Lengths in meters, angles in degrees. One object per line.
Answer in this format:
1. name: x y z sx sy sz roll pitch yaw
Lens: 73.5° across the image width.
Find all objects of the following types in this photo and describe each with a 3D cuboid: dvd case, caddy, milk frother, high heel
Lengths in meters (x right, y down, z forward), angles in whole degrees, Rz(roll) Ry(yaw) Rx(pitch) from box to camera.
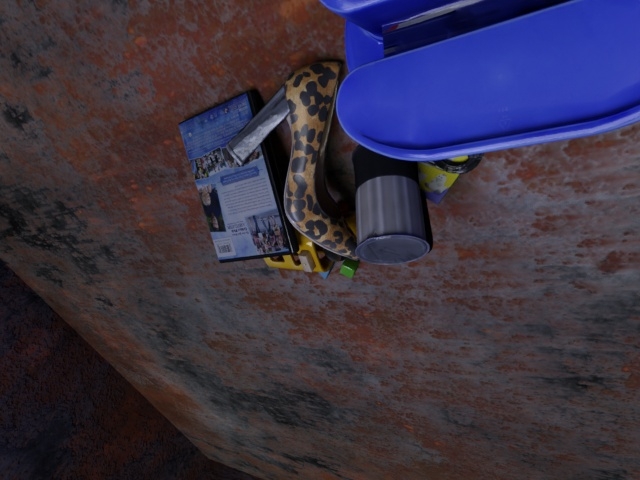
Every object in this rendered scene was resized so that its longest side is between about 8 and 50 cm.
1. dvd case: -0.136 -0.091 0.699 0.180 0.022 0.253 -8 101 37
2. caddy: 0.158 -0.199 0.363 0.341 0.179 0.242 -3 105 32
3. milk frother: 0.115 -0.054 0.498 0.129 0.135 0.143 13 152 -28
4. high heel: 0.022 -0.100 0.592 0.186 0.093 0.261 -39 108 17

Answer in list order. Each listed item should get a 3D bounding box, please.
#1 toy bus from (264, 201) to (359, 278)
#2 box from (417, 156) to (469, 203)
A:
1. toy bus: -0.009 0.003 0.724 0.190 0.104 0.202 35 140 -2
2. box: 0.147 -0.137 0.532 0.105 0.043 0.179 28 138 5
